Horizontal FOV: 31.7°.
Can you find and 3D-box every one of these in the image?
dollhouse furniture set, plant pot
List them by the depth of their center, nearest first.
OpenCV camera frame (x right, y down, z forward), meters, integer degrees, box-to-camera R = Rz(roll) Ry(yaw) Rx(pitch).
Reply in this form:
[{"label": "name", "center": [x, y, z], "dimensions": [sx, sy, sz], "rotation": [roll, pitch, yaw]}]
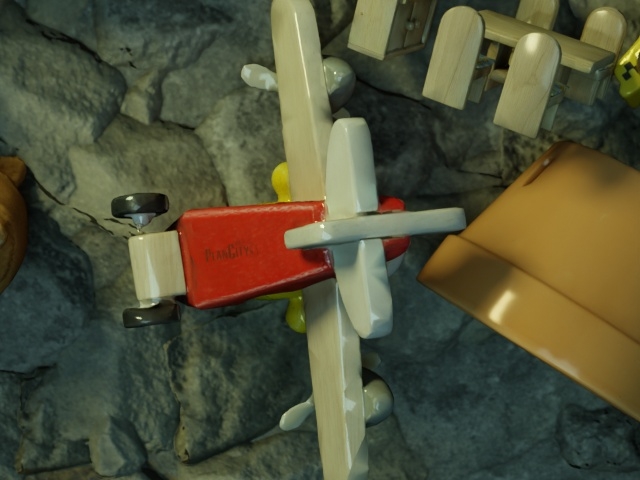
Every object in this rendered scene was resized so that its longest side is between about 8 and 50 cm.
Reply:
[{"label": "dollhouse furniture set", "center": [0.167, -0.231, 1.088], "dimensions": [0.242, 0.212, 0.161], "rotation": [25, 117, 23]}, {"label": "plant pot", "center": [0.274, 0.035, 1.155], "dimensions": [0.291, 0.291, 0.203], "rotation": [33, 90, -8]}]

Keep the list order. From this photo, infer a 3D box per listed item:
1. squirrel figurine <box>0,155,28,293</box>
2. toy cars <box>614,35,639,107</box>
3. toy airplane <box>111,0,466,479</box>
[{"label": "squirrel figurine", "center": [-0.492, -0.069, 1.159], "dimensions": [0.370, 0.281, 0.397], "rotation": [4, 112, -5]}, {"label": "toy cars", "center": [0.396, -0.263, 1.023], "dimensions": [0.087, 0.176, 0.394], "rotation": [58, 148, 13]}, {"label": "toy airplane", "center": [0.000, 0.000, 1.132], "dimensions": [0.384, 0.272, 0.386], "rotation": [47, 123, 33]}]
